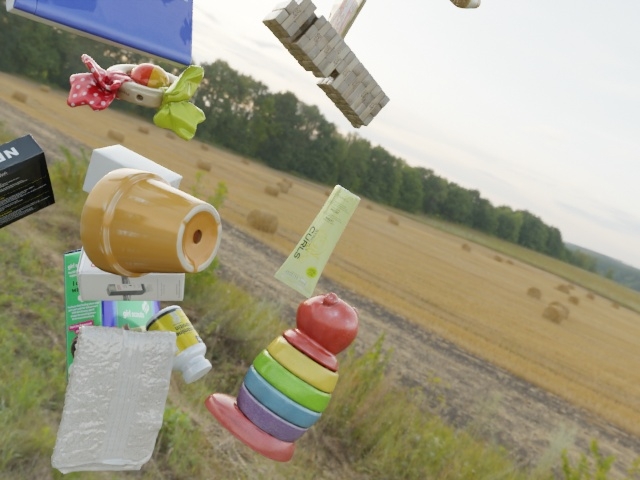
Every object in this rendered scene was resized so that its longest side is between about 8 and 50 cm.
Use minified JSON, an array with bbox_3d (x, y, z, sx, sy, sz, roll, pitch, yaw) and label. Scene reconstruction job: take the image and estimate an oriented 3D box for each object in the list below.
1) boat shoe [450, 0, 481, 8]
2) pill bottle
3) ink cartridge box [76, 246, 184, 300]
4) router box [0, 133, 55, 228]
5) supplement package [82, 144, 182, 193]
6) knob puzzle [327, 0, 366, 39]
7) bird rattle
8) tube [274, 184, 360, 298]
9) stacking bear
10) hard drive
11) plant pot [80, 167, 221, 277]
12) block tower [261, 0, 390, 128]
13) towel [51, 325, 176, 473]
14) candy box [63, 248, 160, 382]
[{"bbox_3d":[0.321,-0.597,1.337,0.059,0.063,0.170,2,51,-34],"label":"boat shoe"},{"bbox_3d":[-0.354,0.264,1.431,0.184,0.103,0.103,52,16,16],"label":"pill bottle"},{"bbox_3d":[-0.415,0.053,1.266,0.218,0.092,0.158,3,39,-14],"label":"ink cartridge box"},{"bbox_3d":[-0.496,-0.069,0.843,0.179,0.133,0.046,-35,73,-33],"label":"router box"},{"bbox_3d":[-0.433,-0.133,1.306,0.179,0.105,0.105,27,22,6],"label":"supplement package"},{"bbox_3d":[0.064,-0.582,1.463,0.030,0.213,0.213,17,7,-24],"label":"knob puzzle"},{"bbox_3d":[-0.352,-0.292,1.114,0.254,0.143,0.207,6,27,-8],"label":"bird rattle"},{"bbox_3d":[0.000,0.000,1.201,0.062,0.240,0.070,28,5,-38],"label":"tube"},{"bbox_3d":[-0.039,0.225,1.012,0.175,0.288,0.164,37,-5,-42],"label":"stacking bear"},{"bbox_3d":[-0.358,-0.443,0.969,0.040,0.210,0.319,0,-2,40],"label":"hard drive"},{"bbox_3d":[-0.295,-0.020,1.046,0.188,0.205,0.205,12,2,24],"label":"plant pot"},{"bbox_3d":[0.023,-0.401,1.288,0.335,0.091,0.097,43,-5,-30],"label":"block tower"},{"bbox_3d":[-0.394,0.306,1.088,0.187,0.281,0.049,11,1,-32],"label":"towel"},{"bbox_3d":[-0.525,0.192,1.459,0.122,0.316,0.268,-12,-12,12],"label":"candy box"}]
